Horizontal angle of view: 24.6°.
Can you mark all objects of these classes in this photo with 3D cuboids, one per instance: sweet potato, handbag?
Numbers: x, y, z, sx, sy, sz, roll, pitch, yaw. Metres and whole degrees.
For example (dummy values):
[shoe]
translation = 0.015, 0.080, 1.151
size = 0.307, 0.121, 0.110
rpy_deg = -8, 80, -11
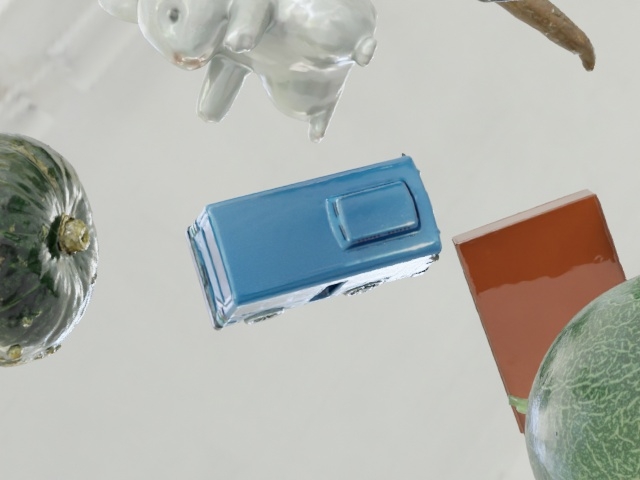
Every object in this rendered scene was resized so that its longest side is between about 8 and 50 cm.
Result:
[sweet potato]
translation = 0.200, -0.249, 1.490
size = 0.050, 0.214, 0.050
rpy_deg = -49, -7, -8
[handbag]
translation = 0.201, 0.067, 1.237
size = 0.063, 0.127, 0.190
rpy_deg = -79, -32, -83

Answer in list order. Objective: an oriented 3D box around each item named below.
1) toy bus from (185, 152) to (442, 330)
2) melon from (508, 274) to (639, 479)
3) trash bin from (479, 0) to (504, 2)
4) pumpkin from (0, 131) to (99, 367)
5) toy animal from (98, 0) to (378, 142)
[toy bus]
translation = 0.000, 0.000, 1.125
size = 0.184, 0.106, 0.090
rpy_deg = -15, -102, -17
[melon]
translation = 0.214, 0.092, 0.677
size = 0.182, 0.287, 0.182
rpy_deg = 1, -91, -53
[trash bin]
translation = 0.123, -0.294, 1.004
size = 0.225, 0.115, 0.165
rpy_deg = 41, -127, -54
[pumpkin]
translation = -0.251, 0.007, 1.143
size = 0.190, 0.146, 0.190
rpy_deg = -11, -77, -56
[toy animal]
translation = -0.090, -0.183, 1.256
size = 0.140, 0.282, 0.138
rpy_deg = 123, 152, -55
